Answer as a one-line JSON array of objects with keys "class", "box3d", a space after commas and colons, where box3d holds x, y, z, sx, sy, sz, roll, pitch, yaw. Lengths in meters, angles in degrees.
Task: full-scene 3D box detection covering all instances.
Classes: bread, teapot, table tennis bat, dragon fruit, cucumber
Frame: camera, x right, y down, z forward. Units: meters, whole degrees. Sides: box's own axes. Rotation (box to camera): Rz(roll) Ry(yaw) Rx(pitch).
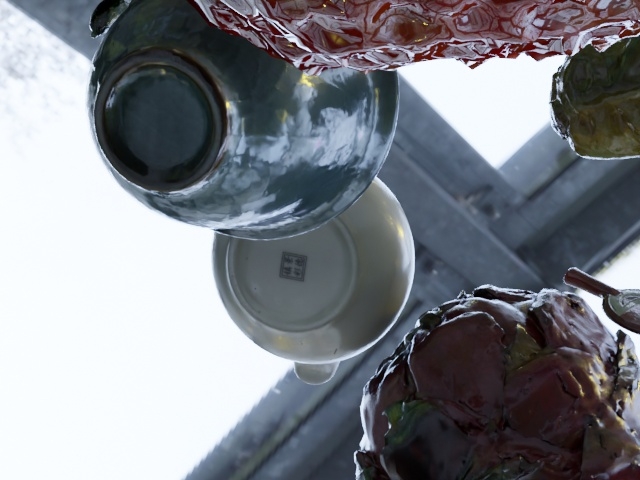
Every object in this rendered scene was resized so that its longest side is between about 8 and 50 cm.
[{"class": "bread", "box3d": [0.296, -0.129, 0.923, 0.269, 0.098, 0.087, -14, -157, 35]}, {"class": "teapot", "box3d": [0.000, 0.000, 1.246, 0.208, 0.166, 0.299, 13, -92, 27]}, {"class": "table tennis bat", "box3d": [0.328, 0.067, 1.310, 0.155, 0.098, 0.019, 29, -56, 37]}, {"class": "dragon fruit", "box3d": [0.185, 0.205, 1.178, 0.329, 0.329, 0.329, -16, -120, 29]}, {"class": "cucumber", "box3d": [-0.194, -0.240, 1.244, 0.036, 0.184, 0.033, 5, -67, 7]}]

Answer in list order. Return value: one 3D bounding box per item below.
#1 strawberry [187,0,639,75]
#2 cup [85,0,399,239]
[{"class": "strawberry", "box3d": [0.049, -0.194, 0.539, 0.267, 0.351, 0.312, -47, -126, 37]}, {"class": "cup", "box3d": [-0.065, -0.081, 0.732, 0.199, 0.150, 0.199, 4, -75, 16]}]
